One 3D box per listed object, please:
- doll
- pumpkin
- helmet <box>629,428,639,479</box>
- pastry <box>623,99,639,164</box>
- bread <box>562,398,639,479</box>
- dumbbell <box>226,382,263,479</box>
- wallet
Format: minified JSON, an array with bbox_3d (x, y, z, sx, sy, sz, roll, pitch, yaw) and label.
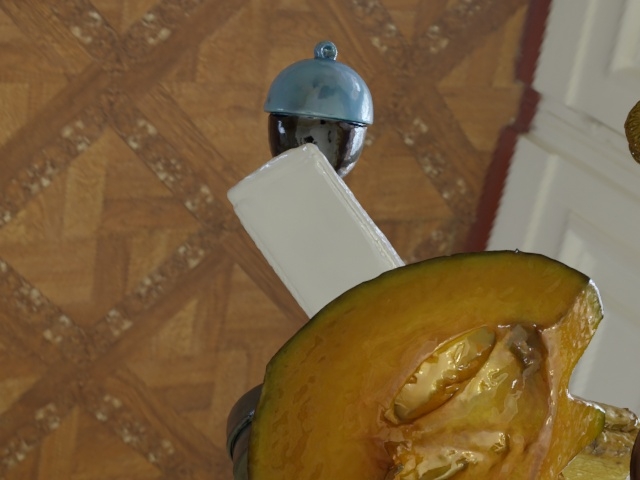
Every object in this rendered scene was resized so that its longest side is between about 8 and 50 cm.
[{"bbox_3d":[-0.011,-0.152,1.868,0.177,0.141,0.314,6,96,-29],"label":"doll"},{"bbox_3d":[0.045,0.129,0.652,0.254,0.149,0.130,-55,138,-18],"label":"pumpkin"},{"bbox_3d":[0.244,0.141,0.726,0.106,0.175,0.155,9,107,-41],"label":"helmet"},{"bbox_3d":[0.399,-0.128,1.386,0.057,0.109,0.097,39,68,-47],"label":"pastry"},{"bbox_3d":[0.234,0.208,1.269,0.211,0.083,0.114,14,137,-22],"label":"bread"},{"bbox_3d":[0.001,0.296,1.235,0.185,0.388,0.185,-5,139,-4],"label":"dumbbell"},{"bbox_3d":[0.000,0.000,1.147,0.124,0.032,0.183,-30,100,34],"label":"wallet"}]
